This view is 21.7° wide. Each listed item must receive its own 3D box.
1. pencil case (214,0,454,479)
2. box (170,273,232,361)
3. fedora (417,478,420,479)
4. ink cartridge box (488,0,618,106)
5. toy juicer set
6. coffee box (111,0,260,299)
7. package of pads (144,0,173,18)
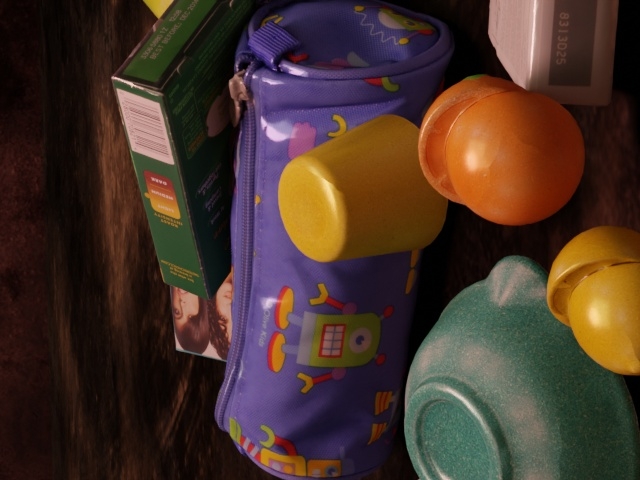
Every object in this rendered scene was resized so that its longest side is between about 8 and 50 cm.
[{"bbox_3d":[0.000,0.000,1.008,0.119,0.133,0.306,-127,36,-53],"label":"pencil case"},{"bbox_3d":[-0.071,-0.032,1.272,0.100,0.060,0.244,8,107,48],"label":"box"},{"bbox_3d":[0.027,0.271,0.968,0.275,0.124,0.244,103,157,-43],"label":"fedora"},{"bbox_3d":[0.111,-0.151,0.799,0.179,0.045,0.145,-83,-5,-73],"label":"ink cartridge box"},{"bbox_3d":[0.112,0.075,0.752,0.209,0.089,0.329,-29,81,54],"label":"toy juicer set"},{"bbox_3d":[-0.068,-0.063,1.015,0.113,0.040,0.184,-57,-26,-32],"label":"coffee box"},{"bbox_3d":[-0.083,-0.232,1.117,0.296,0.101,0.229,53,165,43],"label":"package of pads"}]
